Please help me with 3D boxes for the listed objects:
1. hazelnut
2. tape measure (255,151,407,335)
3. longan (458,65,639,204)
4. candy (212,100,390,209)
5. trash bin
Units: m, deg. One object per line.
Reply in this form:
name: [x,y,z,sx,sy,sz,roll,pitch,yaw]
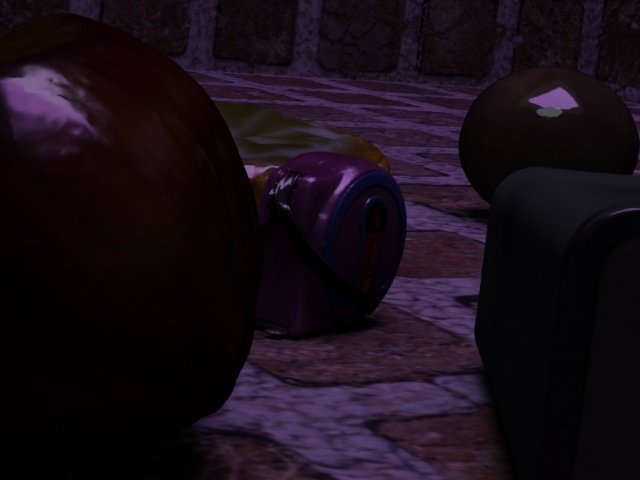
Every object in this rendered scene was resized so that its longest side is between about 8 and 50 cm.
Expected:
hazelnut: [-0.124,0.009,0.705,0.217,0.217,0.251,3,-3,-15]
tape measure: [0.000,0.000,1.031,0.074,0.118,0.125,15,10,33]
longan: [0.235,-0.093,1.567,0.184,0.159,0.204,2,-7,35]
candy: [-0.071,-0.039,1.226,0.259,0.118,0.260,4,16,-1]
trash bin: [0.202,0.045,0.787,0.222,0.158,0.343,6,10,-1]
